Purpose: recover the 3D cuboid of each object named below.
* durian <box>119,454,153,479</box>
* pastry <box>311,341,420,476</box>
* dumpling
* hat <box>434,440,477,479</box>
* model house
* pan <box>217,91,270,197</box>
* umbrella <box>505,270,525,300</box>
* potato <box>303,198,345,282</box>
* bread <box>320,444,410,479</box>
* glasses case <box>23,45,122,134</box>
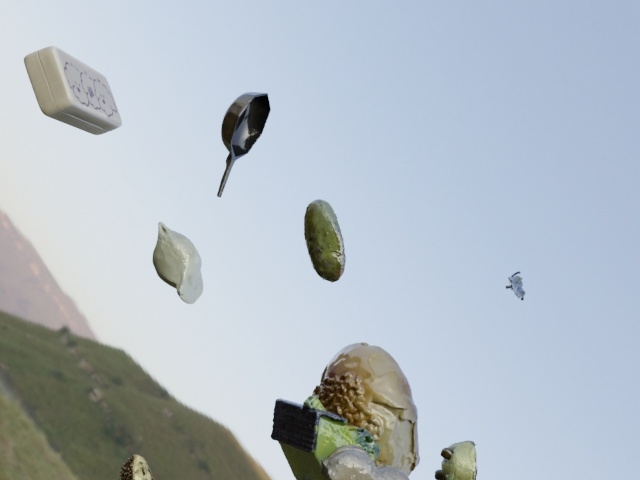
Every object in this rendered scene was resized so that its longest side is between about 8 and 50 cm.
[{"bbox_3d":[-0.432,0.552,1.963,0.052,0.066,0.130,11,-54,30],"label":"durian"},{"bbox_3d":[0.105,0.482,2.258,0.409,0.244,0.410,174,-90,-69],"label":"pastry"},{"bbox_3d":[-0.366,0.056,2.203,0.216,0.126,0.166,40,0,24],"label":"dumpling"},{"bbox_3d":[0.212,0.353,1.314,0.077,0.059,0.076,99,-6,-55],"label":"hat"},{"bbox_3d":[-0.004,0.428,1.904,0.194,0.170,0.212,2,-57,57],"label":"model house"},{"bbox_3d":[-0.167,-0.196,1.584,0.048,0.202,0.128,25,-23,17],"label":"pan"},{"bbox_3d":[0.425,0.107,1.834,0.044,0.044,0.269,55,15,-1],"label":"umbrella"},{"bbox_3d":[0.000,0.000,1.935,0.119,0.054,0.198,-10,-96,54],"label":"potato"},{"bbox_3d":[0.118,0.587,1.781,0.102,0.183,0.338,-175,-110,-70],"label":"bread"},{"bbox_3d":[-0.560,-0.337,1.932,0.336,0.076,0.144,0,69,-85],"label":"glasses case"}]
